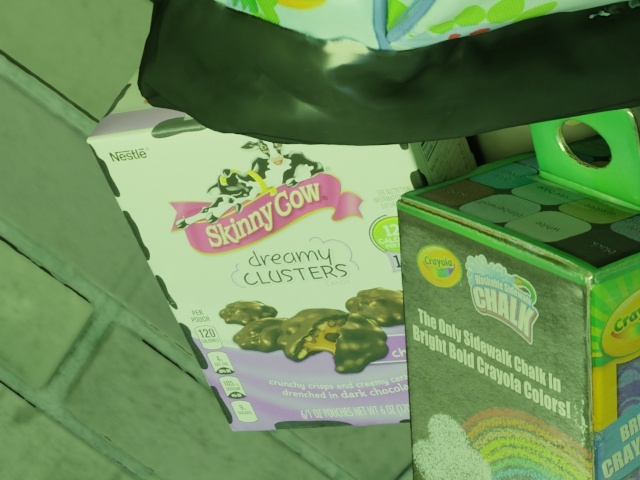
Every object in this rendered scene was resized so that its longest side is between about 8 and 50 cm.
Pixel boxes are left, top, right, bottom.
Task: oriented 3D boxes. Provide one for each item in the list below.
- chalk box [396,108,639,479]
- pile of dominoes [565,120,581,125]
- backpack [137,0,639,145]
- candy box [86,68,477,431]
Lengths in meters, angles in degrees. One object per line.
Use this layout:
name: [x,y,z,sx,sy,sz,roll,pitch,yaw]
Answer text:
chalk box: [0.125,0.032,0.716,0.132,0.132,0.213,26,126,51]
pile of dominoes: [0.040,-0.151,0.731,0.251,0.040,0.196,16,125,14]
backpack: [0.085,-0.218,0.512,0.273,0.290,0.355,22,120,56]
candy box: [0.000,0.000,0.809,0.165,0.070,0.196,-6,124,27]
